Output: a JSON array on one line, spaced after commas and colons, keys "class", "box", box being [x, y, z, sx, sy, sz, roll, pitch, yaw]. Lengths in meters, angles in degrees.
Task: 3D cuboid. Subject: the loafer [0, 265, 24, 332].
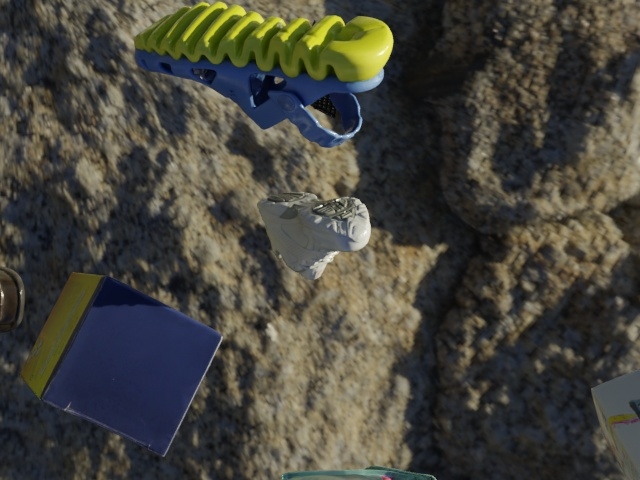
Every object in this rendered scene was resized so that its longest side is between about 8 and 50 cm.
[{"class": "loafer", "box": [-0.440, 0.070, 1.267, 0.078, 0.220, 0.080, -1, 92, -56]}]

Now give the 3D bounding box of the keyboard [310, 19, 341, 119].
[{"class": "keyboard", "box": [-0.005, -0.248, 1.598, 0.100, 0.192, 0.038, 32, 63, 13]}]

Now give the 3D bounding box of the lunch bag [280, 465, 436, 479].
[{"class": "lunch bag", "box": [0.066, 0.491, 1.728, 0.262, 0.160, 0.224, -2, 101, -16]}]

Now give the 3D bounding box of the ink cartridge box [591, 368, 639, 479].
[{"class": "ink cartridge box", "box": [0.511, 0.299, 1.621, 0.127, 0.176, 0.128, -22, 129, 3]}]

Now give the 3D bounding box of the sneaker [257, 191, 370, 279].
[{"class": "sneaker", "box": [0.000, 0.000, 1.444, 0.090, 0.232, 0.115, -16, 106, -25]}]

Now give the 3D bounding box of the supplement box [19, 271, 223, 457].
[{"class": "supplement box", "box": [-0.316, 0.178, 1.623, 0.194, 0.356, 0.195, 29, 79, -17]}]

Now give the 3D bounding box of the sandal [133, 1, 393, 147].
[{"class": "sandal", "box": [-0.071, -0.182, 1.190, 0.126, 0.317, 0.138, -49, 144, -43]}]
